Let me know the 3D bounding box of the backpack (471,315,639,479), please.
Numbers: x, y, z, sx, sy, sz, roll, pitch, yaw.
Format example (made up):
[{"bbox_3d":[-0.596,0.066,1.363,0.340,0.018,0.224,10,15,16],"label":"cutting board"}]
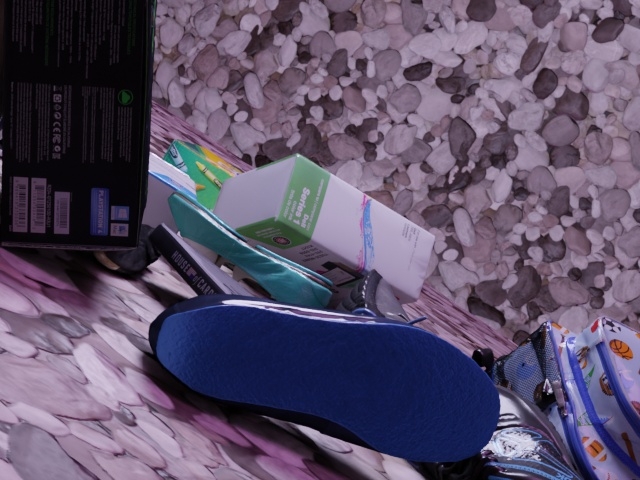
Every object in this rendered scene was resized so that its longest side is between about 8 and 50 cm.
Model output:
[{"bbox_3d":[0.325,0.234,1.286,0.276,0.213,0.263,23,45,-22],"label":"backpack"}]

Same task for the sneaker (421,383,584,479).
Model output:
[{"bbox_3d":[0.179,0.227,1.134,0.140,0.125,0.341,22,9,-41],"label":"sneaker"}]

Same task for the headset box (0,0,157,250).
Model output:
[{"bbox_3d":[-0.238,-0.135,1.182,0.131,0.246,0.283,3,9,-7],"label":"headset box"}]

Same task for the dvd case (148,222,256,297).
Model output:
[{"bbox_3d":[-0.077,0.083,1.253,0.179,0.029,0.239,43,-2,-39],"label":"dvd case"}]

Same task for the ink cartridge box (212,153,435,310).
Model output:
[{"bbox_3d":[0.000,0.000,1.747,0.278,0.117,0.201,30,-25,-29],"label":"ink cartridge box"}]

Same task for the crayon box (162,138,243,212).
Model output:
[{"bbox_3d":[-0.151,-0.075,2.144,0.278,0.081,0.165,34,6,10],"label":"crayon box"}]

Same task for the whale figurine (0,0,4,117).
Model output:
[{"bbox_3d":[-0.384,-0.218,1.210,0.141,0.272,0.216,14,49,-18],"label":"whale figurine"}]

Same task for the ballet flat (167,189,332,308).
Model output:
[{"bbox_3d":[-0.105,0.030,1.447,0.247,0.087,0.083,31,-7,10],"label":"ballet flat"}]

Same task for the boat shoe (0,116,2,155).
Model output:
[{"bbox_3d":[-0.399,-0.158,1.403,0.084,0.095,0.258,31,5,37],"label":"boat shoe"}]

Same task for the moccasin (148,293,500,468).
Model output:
[{"bbox_3d":[0.009,0.108,1.064,0.342,0.137,0.117,23,-5,-25],"label":"moccasin"}]

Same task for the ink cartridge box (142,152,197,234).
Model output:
[{"bbox_3d":[-0.246,-0.073,1.585,0.140,0.082,0.190,32,4,-11],"label":"ink cartridge box"}]

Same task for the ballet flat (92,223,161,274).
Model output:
[{"bbox_3d":[-0.216,0.011,1.279,0.173,0.049,0.057,-11,86,-80],"label":"ballet flat"}]

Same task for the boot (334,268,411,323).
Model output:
[{"bbox_3d":[0.111,0.164,1.525,0.223,0.118,0.338,39,12,-4],"label":"boot"}]
